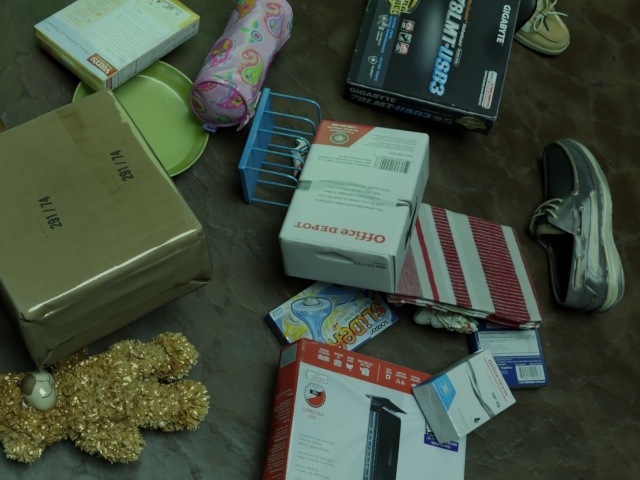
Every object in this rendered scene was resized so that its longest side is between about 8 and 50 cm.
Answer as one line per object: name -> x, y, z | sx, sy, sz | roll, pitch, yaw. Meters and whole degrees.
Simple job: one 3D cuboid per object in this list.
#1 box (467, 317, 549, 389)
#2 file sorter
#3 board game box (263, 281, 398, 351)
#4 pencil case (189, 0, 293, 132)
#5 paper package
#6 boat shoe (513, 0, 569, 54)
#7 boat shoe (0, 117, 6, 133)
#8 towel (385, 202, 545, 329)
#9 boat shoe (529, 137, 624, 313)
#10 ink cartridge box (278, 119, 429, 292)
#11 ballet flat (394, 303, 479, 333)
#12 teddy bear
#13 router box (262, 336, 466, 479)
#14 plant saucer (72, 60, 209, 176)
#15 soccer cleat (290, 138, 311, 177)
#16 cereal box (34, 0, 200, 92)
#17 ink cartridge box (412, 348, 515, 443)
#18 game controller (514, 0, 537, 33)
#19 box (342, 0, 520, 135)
box -> 0.334, 0.162, 1.982 | 0.136, 0.036, 0.225 | 1, 68, -21
file sorter -> -0.068, -0.158, 1.891 | 0.104, 0.118, 0.170 | 11, 63, 7
board game box -> 0.020, 0.136, 1.869 | 0.201, 0.035, 0.136 | -33, 83, -29
pencil case -> -0.139, -0.323, 1.927 | 0.124, 0.124, 0.284 | 27, 51, -9
paper package -> -0.368, -0.024, 1.635 | 0.309, 0.168, 0.325 | -27, 61, -20
boat shoe -> 0.417, -0.504, 2.258 | 0.285, 0.089, 0.105 | 40, 60, -2
boat shoe -> -0.601, -0.235, 1.764 | 0.073, 0.073, 0.207 | -41, 83, 8
towel -> 0.240, 0.037, 1.934 | 0.328, 0.037, 0.237 | 13, 47, -26
boat shoe -> 0.479, -0.034, 2.067 | 0.130, 0.132, 0.356 | -2, 69, -22
ink cartridge box -> 0.062, -0.060, 1.826 | 0.196, 0.114, 0.273 | 9, 53, 13
ballet flat -> 0.173, 0.100, 1.931 | 0.241, 0.091, 0.077 | 41, 91, 3
teddy bear -> -0.333, 0.228, 1.650 | 0.337, 0.113, 0.245 | 9, 64, -18
router box -> 0.079, 0.348, 1.750 | 0.335, 0.082, 0.301 | 19, 63, -25
plant saucer -> -0.314, -0.209, 1.879 | 0.240, 0.037, 0.241 | 8, 67, -18
soccer cleat -> -0.041, -0.150, 1.969 | 0.035, 0.029, 0.083 | 21, 59, -3
cereal box -> -0.355, -0.370, 1.892 | 0.173, 0.047, 0.240 | 39, 56, 16
ink cartridge box -> 0.253, 0.252, 1.804 | 0.180, 0.060, 0.104 | -24, 85, -36
game controller -> 0.289, -0.539, 2.202 | 0.319, 0.166, 0.067 | 45, 16, 0
box -> 0.219, -0.374, 2.092 | 0.293, 0.073, 0.296 | 15, 66, 3
